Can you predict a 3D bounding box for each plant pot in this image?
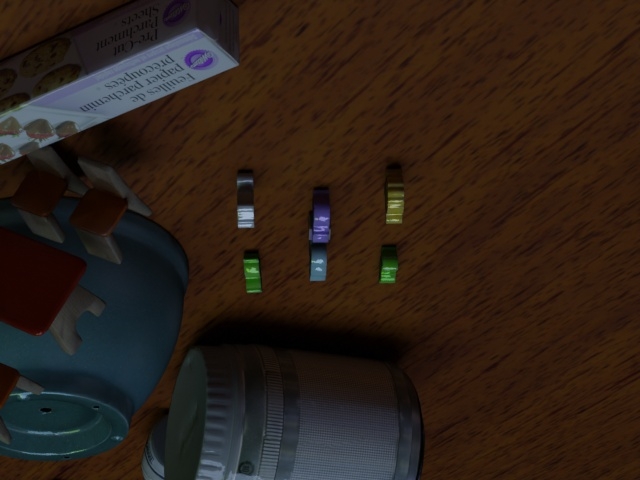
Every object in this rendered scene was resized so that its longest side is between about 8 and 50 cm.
[{"bbox_3d":[-0.285,0.113,1.665,0.293,0.196,0.293,-2,150,-1],"label":"plant pot"}]

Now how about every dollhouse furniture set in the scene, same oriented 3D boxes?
[{"bbox_3d":[-0.332,0.017,1.471,0.259,0.262,0.135,18,158,30],"label":"dollhouse furniture set"}]

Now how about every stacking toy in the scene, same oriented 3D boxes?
[{"bbox_3d":[0.000,0.000,1.636,0.167,0.052,0.221,-1,150,-1],"label":"stacking toy"}]

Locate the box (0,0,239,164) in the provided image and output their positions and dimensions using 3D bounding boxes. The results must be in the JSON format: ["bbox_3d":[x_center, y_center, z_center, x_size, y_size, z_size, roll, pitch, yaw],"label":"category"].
[{"bbox_3d":[-0.220,-0.137,1.378,0.324,0.067,0.063,-18,146,26],"label":"box"}]

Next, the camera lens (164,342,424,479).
[{"bbox_3d":[-0.029,0.239,1.868,0.274,0.219,0.219,8,147,-18],"label":"camera lens"}]

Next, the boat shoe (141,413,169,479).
[{"bbox_3d":[-0.063,0.327,2.100,0.367,0.135,0.156,9,147,-13],"label":"boat shoe"}]
